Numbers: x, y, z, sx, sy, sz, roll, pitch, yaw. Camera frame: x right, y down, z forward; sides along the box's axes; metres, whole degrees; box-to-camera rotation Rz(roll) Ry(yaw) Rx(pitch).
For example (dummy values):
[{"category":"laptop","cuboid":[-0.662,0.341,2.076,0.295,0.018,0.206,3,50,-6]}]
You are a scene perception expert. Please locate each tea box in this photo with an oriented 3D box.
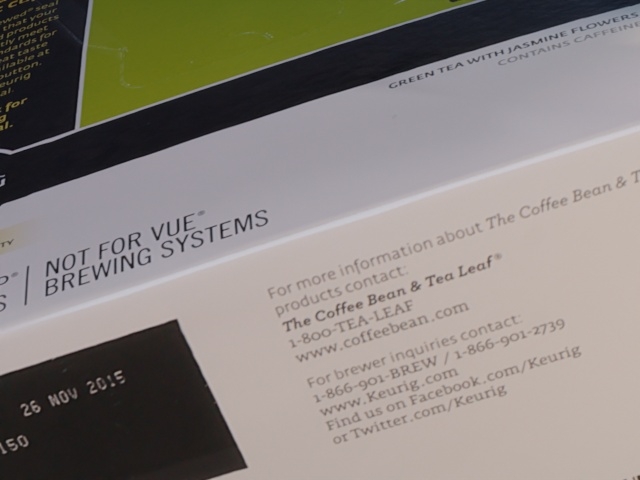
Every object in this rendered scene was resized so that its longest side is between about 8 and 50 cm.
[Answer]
[{"category":"tea box","cuboid":[0.000,0.000,0.808,0.329,0.220,0.323,-17,33,8]}]
